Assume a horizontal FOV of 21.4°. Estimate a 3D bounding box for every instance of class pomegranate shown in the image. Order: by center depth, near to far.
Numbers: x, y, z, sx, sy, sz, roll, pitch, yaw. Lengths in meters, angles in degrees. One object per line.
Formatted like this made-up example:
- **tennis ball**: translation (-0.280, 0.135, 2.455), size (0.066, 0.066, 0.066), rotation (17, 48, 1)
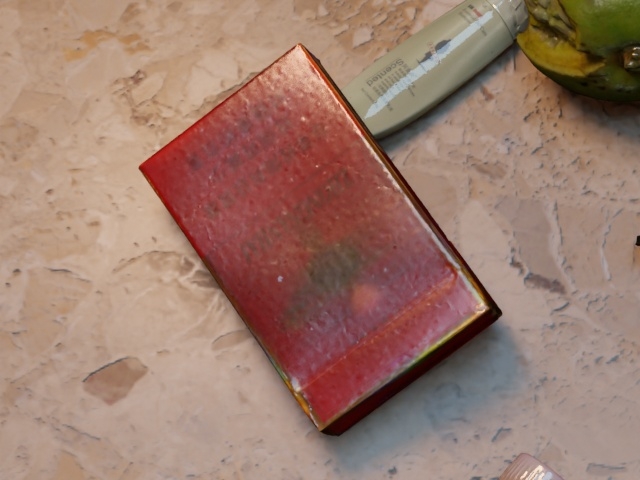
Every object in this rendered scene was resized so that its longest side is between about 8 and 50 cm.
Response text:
- **pomegranate**: translation (0.286, -0.270, 1.609), size (0.236, 0.236, 0.302), rotation (-12, 46, 1)

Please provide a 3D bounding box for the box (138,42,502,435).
- **box**: translation (-0.001, 0.000, 1.586), size (0.197, 0.089, 0.313), rotation (-36, 75, 6)

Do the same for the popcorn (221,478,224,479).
- **popcorn**: translation (-0.117, 0.319, 1.477), size (0.221, 0.183, 0.204), rotation (-38, 61, 7)

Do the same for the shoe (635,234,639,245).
- **shoe**: translation (0.376, 0.010, 1.588), size (0.159, 0.062, 0.053), rotation (-3, 86, 3)

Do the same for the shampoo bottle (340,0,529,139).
- **shampoo bottle**: translation (0.112, -0.178, 1.670), size (0.212, 0.049, 0.072), rotation (-39, 69, -7)

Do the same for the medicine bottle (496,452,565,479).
- **medicine bottle**: translation (0.137, 0.288, 1.490), size (0.122, 0.122, 0.212), rotation (38, 80, 14)
